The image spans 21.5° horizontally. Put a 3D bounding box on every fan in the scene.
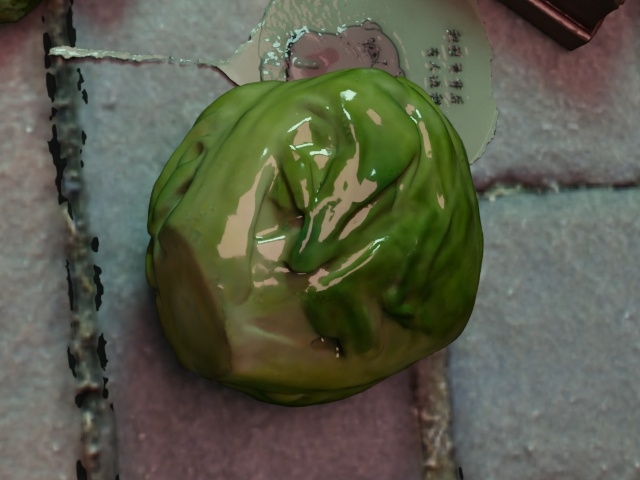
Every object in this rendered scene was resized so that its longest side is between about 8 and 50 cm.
[{"bbox_3d":[-0.025,-0.117,1.112,0.310,0.010,0.182,0,79,-19],"label":"fan"}]

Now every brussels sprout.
[{"bbox_3d":[0.000,0.000,1.023,0.223,0.161,0.223,-6,103,-25],"label":"brussels sprout"}]

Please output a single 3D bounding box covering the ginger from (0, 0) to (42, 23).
[{"bbox_3d":[-0.231,-0.199,1.020,0.290,0.089,0.137,-4,99,-23],"label":"ginger"}]

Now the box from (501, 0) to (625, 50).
[{"bbox_3d":[0.153,-0.282,1.167,0.215,0.086,0.215,34,70,-9],"label":"box"}]
